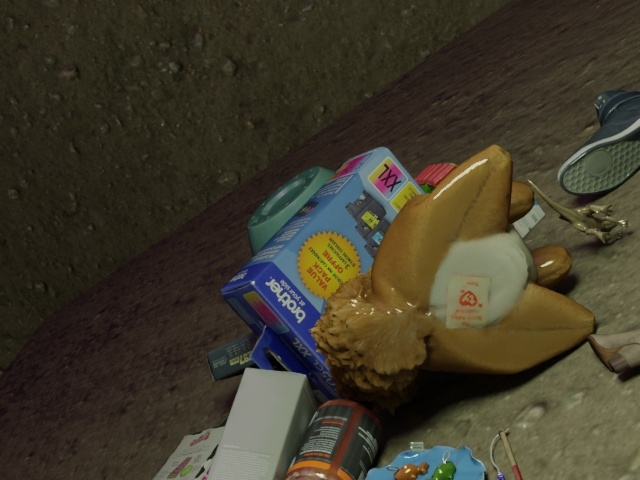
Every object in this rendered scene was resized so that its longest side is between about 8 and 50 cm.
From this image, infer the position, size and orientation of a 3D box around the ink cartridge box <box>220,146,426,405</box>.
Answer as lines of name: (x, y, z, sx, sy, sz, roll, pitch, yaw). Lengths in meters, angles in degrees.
ink cartridge box: (0.035, 0.082, 1.808, 0.395, 0.270, 0.151, -46, 11, -22)

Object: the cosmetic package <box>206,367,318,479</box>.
cosmetic package: (-0.081, 0.308, 1.568, 0.107, 0.127, 0.238, 7, 54, 20)

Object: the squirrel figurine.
squirrel figurine: (0.152, 0.062, 1.619, 0.397, 0.281, 0.370, -36, 9, 4)

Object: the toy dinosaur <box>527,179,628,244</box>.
toy dinosaur: (0.371, -0.029, 1.609, 0.092, 0.183, 0.053, 13, 83, 53)

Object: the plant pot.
plant pot: (0.000, 0.000, 2.193, 0.293, 0.235, 0.293, -36, 15, 11)

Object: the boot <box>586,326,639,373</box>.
boot: (0.375, 0.119, 1.355, 0.087, 0.042, 0.118, -32, 17, 2)

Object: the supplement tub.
supplement tub: (0.011, 0.312, 1.525, 0.106, 0.106, 0.198, -29, 18, 34)

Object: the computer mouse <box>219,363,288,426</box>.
computer mouse: (-0.092, 0.274, 1.961, 0.262, 0.060, 0.184, -28, 18, 38)

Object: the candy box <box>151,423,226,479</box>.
candy box: (-0.219, 0.411, 1.847, 0.159, 0.071, 0.233, -24, 23, 47)

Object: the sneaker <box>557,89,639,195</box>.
sneaker: (0.458, -0.162, 1.828, 0.226, 0.086, 0.163, -30, 26, -3)

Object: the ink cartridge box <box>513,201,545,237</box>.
ink cartridge box: (0.325, -0.033, 1.872, 0.083, 0.048, 0.028, -44, 16, -16)

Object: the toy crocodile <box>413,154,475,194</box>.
toy crocodile: (0.244, -0.103, 2.156, 0.115, 0.105, 0.340, -43, 15, -11)

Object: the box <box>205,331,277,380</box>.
box: (-0.062, 0.179, 2.008, 0.232, 0.059, 0.183, -27, -13, 39)

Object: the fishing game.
fishing game: (0.110, 0.294, 1.364, 0.264, 0.041, 0.189, -21, 17, 7)
